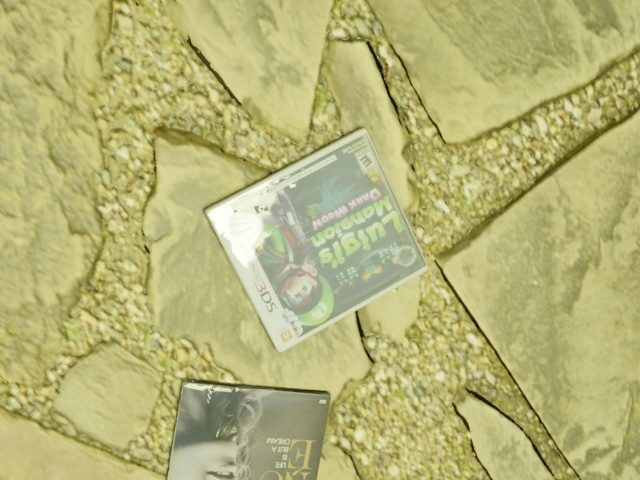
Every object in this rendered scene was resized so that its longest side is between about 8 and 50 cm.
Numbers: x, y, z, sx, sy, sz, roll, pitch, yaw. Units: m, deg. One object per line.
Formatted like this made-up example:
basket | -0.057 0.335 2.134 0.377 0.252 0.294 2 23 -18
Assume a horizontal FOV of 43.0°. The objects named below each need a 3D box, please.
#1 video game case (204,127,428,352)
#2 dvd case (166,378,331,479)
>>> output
video game case | 0.000 0.000 0.857 0.190 0.022 0.173 -29 105 -10
dvd case | -0.085 0.264 0.877 0.164 0.018 0.221 8 96 -17
